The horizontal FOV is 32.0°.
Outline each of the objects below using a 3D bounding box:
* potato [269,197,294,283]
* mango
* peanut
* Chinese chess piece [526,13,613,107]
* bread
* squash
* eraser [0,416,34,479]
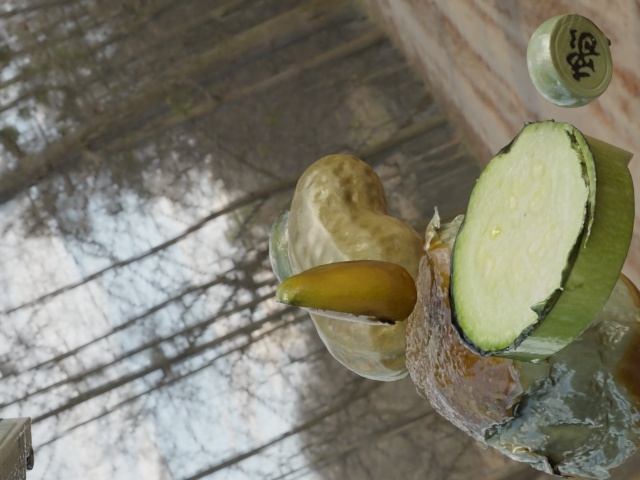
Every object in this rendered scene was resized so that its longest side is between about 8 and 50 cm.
[{"bbox_3d":[0.000,0.000,1.900,0.251,0.159,0.174,-47,-22,-71],"label":"potato"},{"bbox_3d":[0.029,0.053,1.157,0.101,0.187,0.066,16,102,52],"label":"mango"},{"bbox_3d":[0.055,0.026,1.605,0.169,0.192,0.387,25,-147,-45],"label":"peanut"},{"bbox_3d":[0.383,-0.275,1.706,0.058,0.144,0.144,-19,96,57],"label":"Chinese chess piece"},{"bbox_3d":[0.235,0.121,1.232,0.279,0.225,0.250,-115,24,-48],"label":"bread"},{"bbox_3d":[0.209,0.013,0.966,0.133,0.220,0.220,21,-165,-12],"label":"squash"},{"bbox_3d":[-0.475,0.322,1.558,0.404,0.096,0.098,178,89,-82],"label":"eraser"}]
